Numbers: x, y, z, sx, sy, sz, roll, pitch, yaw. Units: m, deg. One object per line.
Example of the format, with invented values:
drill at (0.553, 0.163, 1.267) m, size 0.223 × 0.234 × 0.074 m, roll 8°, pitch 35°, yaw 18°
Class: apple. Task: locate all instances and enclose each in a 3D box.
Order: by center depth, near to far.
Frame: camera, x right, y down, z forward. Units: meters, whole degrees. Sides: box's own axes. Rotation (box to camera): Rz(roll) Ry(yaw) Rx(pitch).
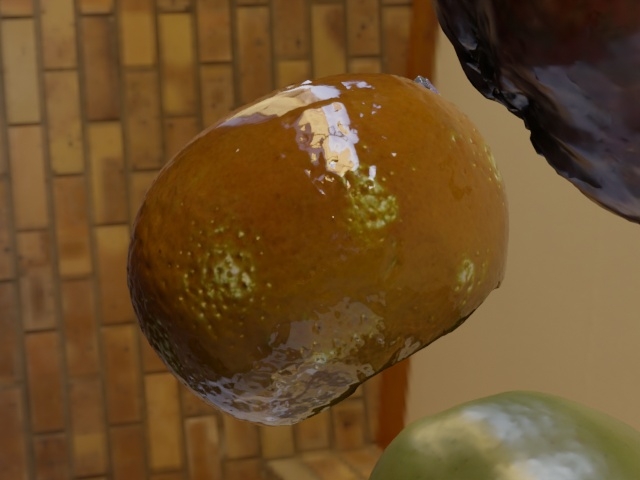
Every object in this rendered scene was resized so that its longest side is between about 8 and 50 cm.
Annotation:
apple at (0.193, 0.309, 1.277) m, size 0.357 × 0.357 × 0.357 m, roll 175°, pitch -90°, yaw -74°

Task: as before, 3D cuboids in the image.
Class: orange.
orange at (-0.003, -0.001, 0.827) m, size 0.158 × 0.237 × 0.179 m, roll 63°, pitch 2°, yaw -71°

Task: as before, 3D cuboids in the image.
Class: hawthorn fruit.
hawthorn fruit at (0.150, -0.111, 0.455) m, size 0.181 × 0.235 × 0.181 m, roll 53°, pitch 12°, yaw -17°

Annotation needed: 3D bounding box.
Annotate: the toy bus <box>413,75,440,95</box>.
toy bus at (0.097, -0.130, 1.446) m, size 0.058 × 0.052 × 0.102 m, roll 48°, pitch 20°, yaw 2°
